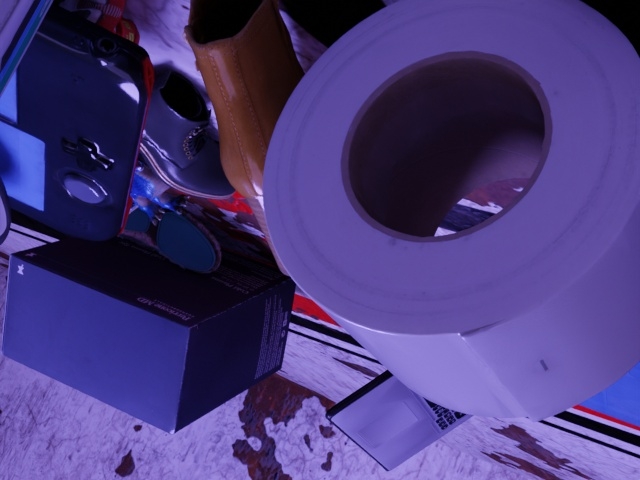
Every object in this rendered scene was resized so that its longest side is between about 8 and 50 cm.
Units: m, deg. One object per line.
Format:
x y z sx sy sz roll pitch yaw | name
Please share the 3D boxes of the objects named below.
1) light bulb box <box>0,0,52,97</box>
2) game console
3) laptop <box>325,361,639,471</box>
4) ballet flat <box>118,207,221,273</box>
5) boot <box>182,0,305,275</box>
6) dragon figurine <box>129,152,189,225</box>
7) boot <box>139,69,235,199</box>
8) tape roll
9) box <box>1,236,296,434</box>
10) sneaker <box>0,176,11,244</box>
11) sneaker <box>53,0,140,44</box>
-0.342 -0.195 0.616 0.361 0.358 0.225 28 167 -15 | light bulb box
-0.333 -0.145 0.928 0.386 0.060 0.342 26 157 -3 | game console
0.275 0.260 1.482 0.236 0.408 0.382 56 -179 28 | laptop
-0.247 -0.022 1.692 0.241 0.091 0.077 26 -163 16 | ballet flat
-0.034 -0.126 0.857 0.104 0.295 0.211 -14 117 7 | boot
-0.249 -0.092 1.388 0.144 0.085 0.289 31 164 -22 | dragon figurine
-0.138 -0.110 1.173 0.198 0.077 0.137 34 159 -33 | boot
0.106 -0.023 0.703 0.246 0.246 0.169 17 163 31 | tape roll
-0.268 0.118 1.701 0.343 0.179 0.312 19 -160 25 | box
-0.456 -0.060 0.850 0.169 0.258 0.447 2 144 34 | sneaker
-0.215 -0.201 0.971 0.118 0.107 0.279 12 177 -27 | sneaker
